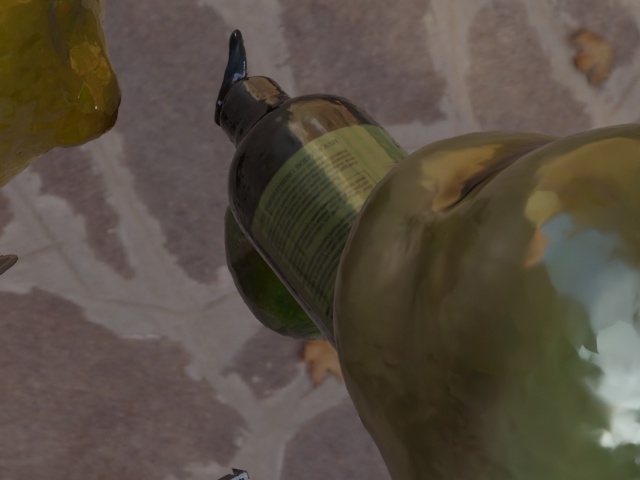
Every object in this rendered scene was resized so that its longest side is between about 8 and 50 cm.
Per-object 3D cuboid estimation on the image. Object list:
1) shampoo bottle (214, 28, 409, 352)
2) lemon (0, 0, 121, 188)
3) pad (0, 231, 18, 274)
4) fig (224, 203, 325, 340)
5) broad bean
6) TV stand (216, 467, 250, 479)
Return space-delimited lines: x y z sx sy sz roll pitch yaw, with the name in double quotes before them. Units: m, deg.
"shampoo bottle" 0.016 -0.010 0.767 0.101 0.284 0.101 -23 139 -21
"lemon" -0.203 -0.112 0.571 0.253 0.228 0.228 9 82 -8
"pad" -0.392 0.052 0.989 0.315 0.375 0.063 -42 114 -52
"fig" 0.000 0.000 1.334 0.195 0.245 0.195 1 86 -9
"broad bean" 0.097 0.080 0.444 0.189 0.121 0.263 -32 116 -34
"TV stand" -0.205 0.377 1.829 0.256 0.049 0.040 -25 101 -29
